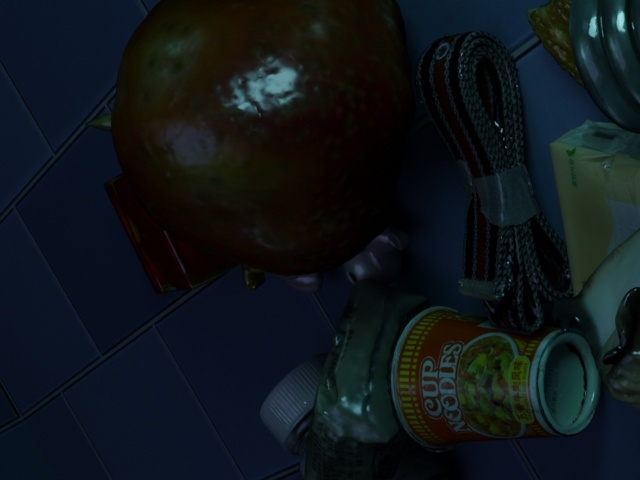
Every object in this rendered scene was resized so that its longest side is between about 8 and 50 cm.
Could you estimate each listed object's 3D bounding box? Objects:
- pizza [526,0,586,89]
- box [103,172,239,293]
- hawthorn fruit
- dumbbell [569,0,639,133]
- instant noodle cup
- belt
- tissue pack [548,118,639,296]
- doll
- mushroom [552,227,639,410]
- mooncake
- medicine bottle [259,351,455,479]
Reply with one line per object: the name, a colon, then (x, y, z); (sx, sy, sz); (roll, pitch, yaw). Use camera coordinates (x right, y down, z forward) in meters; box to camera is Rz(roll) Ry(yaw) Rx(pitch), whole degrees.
pizza: (0.332, -0.220, 1.685); (0.292, 0.058, 0.197); (28, 133, 38)
box: (-0.231, -0.026, 2.473); (0.197, 0.089, 0.313); (63, 165, -4)
hawthorn fruit: (-0.083, -0.146, 1.956); (0.402, 0.402, 0.403); (33, 137, 36)
dumbbell: (0.395, -0.208, 1.454); (0.406, 0.179, 0.179); (-15, 102, 45)
instant noodle cup: (0.227, 0.174, 2.028); (0.212, 0.193, 0.193); (-3, 112, 45)
belt: (0.204, -0.070, 1.923); (0.094, 0.126, 0.360); (7, 114, 62)
tissue pack: (0.349, -0.010, 1.786); (0.186, 0.090, 0.222); (19, 129, 47)
doll: (0.001, 0.000, 2.260); (0.365, 0.094, 0.160); (-3, 115, 55)
mushroom: (0.484, 0.104, 1.622); (0.397, 0.224, 0.314); (37, 108, -9)
mooncake: (0.067, 0.206, 2.171); (0.136, 0.250, 0.254); (13, 148, 4)
medicine bottle: (0.051, 0.306, 2.351); (0.273, 0.165, 0.165); (46, 144, 20)
